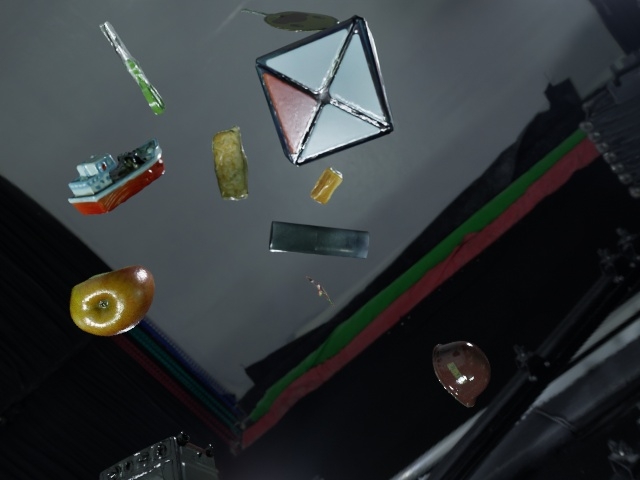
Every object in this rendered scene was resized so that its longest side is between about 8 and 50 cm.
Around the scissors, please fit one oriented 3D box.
[{"bbox_3d":[-0.410,-0.377,0.951,0.027,0.204,0.101,-30,-151,-2],"label":"scissors"}]

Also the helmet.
[{"bbox_3d":[0.387,0.336,1.124,0.155,0.175,0.106,2,148,-46],"label":"helmet"}]

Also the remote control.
[{"bbox_3d":[0.000,0.000,1.579,0.044,0.377,0.107,179,-84,-71],"label":"remote control"}]

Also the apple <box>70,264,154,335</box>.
[{"bbox_3d":[-0.507,0.145,1.064,0.195,0.160,0.173,-19,-164,-7],"label":"apple"}]

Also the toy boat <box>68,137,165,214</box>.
[{"bbox_3d":[-0.577,-0.211,1.253,0.145,0.133,0.332,-2,-146,27],"label":"toy boat"}]

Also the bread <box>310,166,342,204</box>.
[{"bbox_3d":[0.021,-0.192,1.523,0.132,0.074,0.053,-57,-141,12],"label":"bread"}]

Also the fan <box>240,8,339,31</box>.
[{"bbox_3d":[-0.091,-0.649,1.261,0.229,0.335,0.011,-47,151,-44],"label":"fan"}]

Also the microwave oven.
[{"bbox_3d":[-0.287,0.523,0.800,0.178,0.188,0.247,-25,-132,-3],"label":"microwave oven"}]

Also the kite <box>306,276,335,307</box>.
[{"bbox_3d":[-0.005,0.203,1.774,0.010,0.190,0.159,-38,154,-14],"label":"kite"}]

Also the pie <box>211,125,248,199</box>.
[{"bbox_3d":[-0.338,-0.291,1.610,0.128,0.283,0.068,-12,170,14],"label":"pie"}]

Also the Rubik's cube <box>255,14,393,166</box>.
[{"bbox_3d":[0.024,-0.335,0.995,0.248,0.250,0.246,-15,-164,14],"label":"Rubik's cube"}]
